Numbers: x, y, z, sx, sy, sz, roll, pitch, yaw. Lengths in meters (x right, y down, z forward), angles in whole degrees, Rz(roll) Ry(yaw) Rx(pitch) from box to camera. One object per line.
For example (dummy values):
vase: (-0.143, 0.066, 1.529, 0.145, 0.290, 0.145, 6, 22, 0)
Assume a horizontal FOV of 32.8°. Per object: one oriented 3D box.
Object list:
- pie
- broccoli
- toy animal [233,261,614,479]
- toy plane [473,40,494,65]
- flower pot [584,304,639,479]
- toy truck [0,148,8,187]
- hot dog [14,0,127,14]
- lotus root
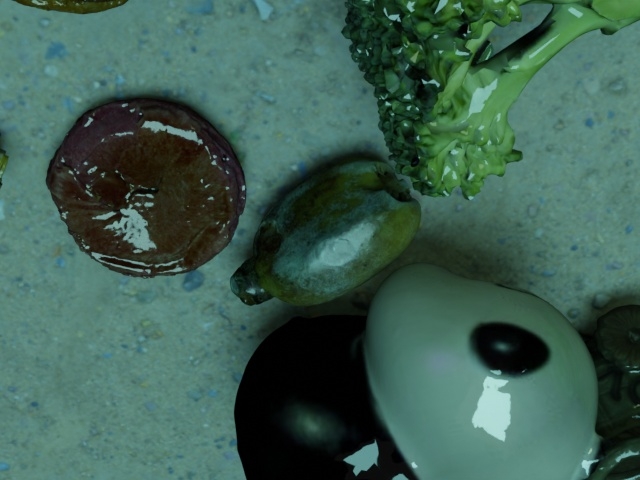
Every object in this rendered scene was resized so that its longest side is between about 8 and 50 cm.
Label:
pie: (-0.157, -0.047, 0.995, 0.182, 0.049, 0.182, -1, 122, -1)
broccoli: (0.193, -0.257, 0.824, 0.397, 0.275, 0.353, -20, 152, 3)
toy animal: (0.099, 0.158, 0.999, 0.310, 0.251, 0.251, -22, 123, 34)
toy plane: (0.119, -0.135, 0.983, 0.102, 0.040, 0.111, -29, 118, -2)
flower pot: (0.326, 0.230, 1.116, 0.301, 0.213, 0.302, -3, 121, -5)
toy truck: (-0.332, -0.083, 0.945, 0.123, 0.063, 0.052, 24, 115, -19)
hot dog: (-0.212, -0.235, 0.872, 0.147, 0.065, 0.099, 13, 104, -12)
lotus root: (0.000, 0.000, 1.009, 0.192, 0.113, 0.088, -34, 153, 11)
